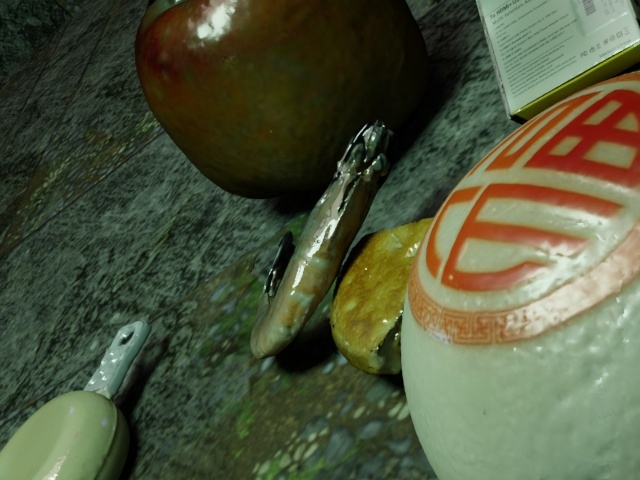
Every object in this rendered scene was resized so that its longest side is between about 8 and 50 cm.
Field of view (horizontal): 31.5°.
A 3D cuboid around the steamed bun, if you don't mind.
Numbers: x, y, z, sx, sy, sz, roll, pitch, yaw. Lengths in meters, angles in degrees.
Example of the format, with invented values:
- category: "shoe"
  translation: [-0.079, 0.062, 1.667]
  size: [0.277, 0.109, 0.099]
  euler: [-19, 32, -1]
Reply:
- category: "steamed bun"
  translation: [0.155, 0.022, 0.579]
  size: [0.283, 0.177, 0.283]
  euler: [-36, 26, 21]

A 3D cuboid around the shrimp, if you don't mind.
- category: "shrimp"
  translation: [0.000, 0.000, 0.948]
  size: [0.219, 0.046, 0.152]
  euler: [-62, 8, 2]

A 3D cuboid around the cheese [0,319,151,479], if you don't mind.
- category: "cheese"
  translation: [-0.217, 0.178, 1.052]
  size: [0.249, 0.071, 0.163]
  euler: [-54, 26, -18]

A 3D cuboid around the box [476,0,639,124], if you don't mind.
- category: "box"
  translation: [0.187, -0.230, 0.944]
  size: [0.129, 0.033, 0.247]
  euler: [-28, 60, 36]

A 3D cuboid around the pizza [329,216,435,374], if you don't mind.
- category: "pizza"
  translation: [0.064, 0.038, 0.848]
  size: [0.134, 0.046, 0.175]
  euler: [-37, 23, 26]

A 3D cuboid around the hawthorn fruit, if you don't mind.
- category: "hawthorn fruit"
  translation: [-0.053, -0.195, 1.086]
  size: [0.267, 0.301, 0.268]
  euler: [-30, 35, 23]
